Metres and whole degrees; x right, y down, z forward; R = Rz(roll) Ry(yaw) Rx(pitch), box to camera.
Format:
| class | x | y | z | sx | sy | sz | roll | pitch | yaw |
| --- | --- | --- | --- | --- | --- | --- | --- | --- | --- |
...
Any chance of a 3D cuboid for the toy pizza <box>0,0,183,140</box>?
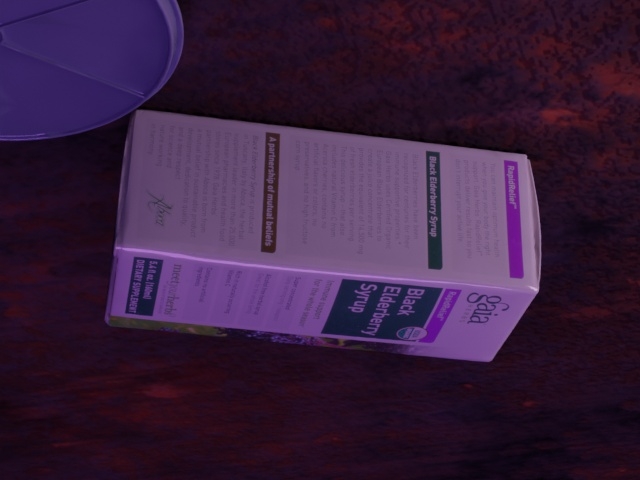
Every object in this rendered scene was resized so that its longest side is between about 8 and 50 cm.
| class | x | y | z | sx | sy | sz | roll | pitch | yaw |
| --- | --- | --- | --- | --- | --- | --- | --- | --- | --- |
| toy pizza | -0.167 | -0.113 | 0.747 | 0.201 | 0.032 | 0.201 | 0 | 151 | 0 |

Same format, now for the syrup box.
| class | x | y | z | sx | sy | sz | roll | pitch | yaw |
| --- | --- | --- | --- | --- | --- | --- | --- | --- | --- |
| syrup box | 0.000 | 0.000 | 0.877 | 0.236 | 0.096 | 0.093 | 7 | 149 | -8 |
